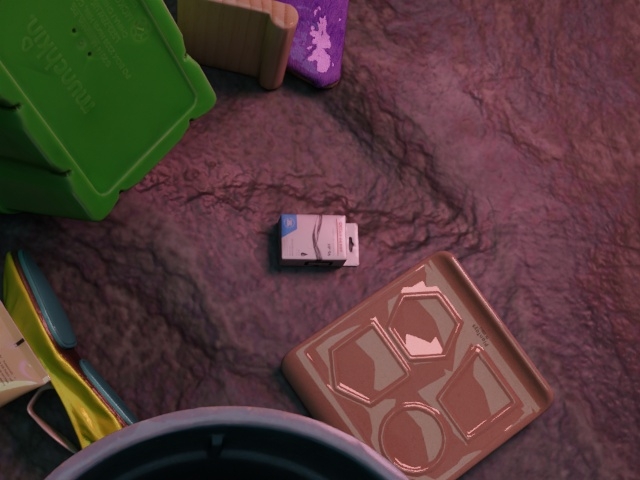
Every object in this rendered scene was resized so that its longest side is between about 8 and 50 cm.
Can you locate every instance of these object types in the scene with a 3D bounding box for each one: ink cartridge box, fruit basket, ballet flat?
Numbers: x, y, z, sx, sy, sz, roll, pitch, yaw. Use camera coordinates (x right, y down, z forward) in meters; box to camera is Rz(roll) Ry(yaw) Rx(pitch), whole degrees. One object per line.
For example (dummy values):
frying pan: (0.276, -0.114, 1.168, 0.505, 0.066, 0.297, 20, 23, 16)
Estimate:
ink cartridge box: (0.000, 0.000, 1.069, 0.083, 0.028, 0.048, 1, 74, -10)
fruit basket: (-0.304, -0.231, 0.959, 0.392, 0.392, 0.283, 40, 71, 3)
ballet flat: (-0.247, 0.118, 0.974, 0.077, 0.077, 0.231, -35, 84, -3)

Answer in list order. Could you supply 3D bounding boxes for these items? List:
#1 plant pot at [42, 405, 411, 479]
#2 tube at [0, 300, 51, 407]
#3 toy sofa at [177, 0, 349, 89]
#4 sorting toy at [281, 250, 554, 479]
plant pot: (-0.083, 0.316, 0.804, 0.341, 0.334, 0.341, 3, 74, -9)
tube: (-0.360, 0.156, 0.929, 0.240, 0.062, 0.070, -36, 118, -7)
toy sofa: (-0.026, -0.350, 1.103, 0.177, 0.150, 0.362, 14, 72, -4)
sorting toy: (0.095, 0.140, 1.044, 0.208, 0.038, 0.193, -34, 82, -12)
